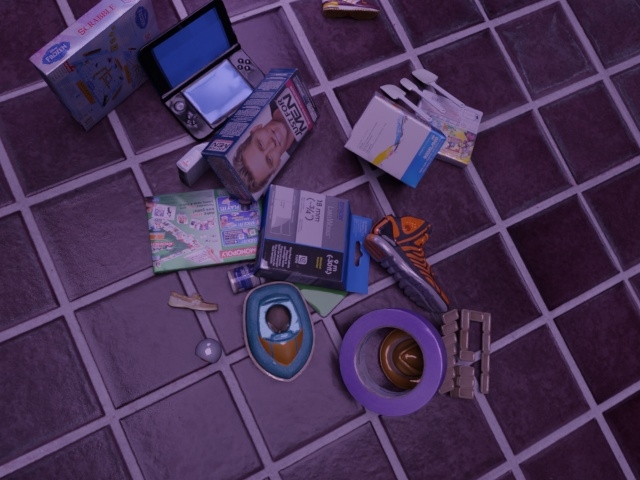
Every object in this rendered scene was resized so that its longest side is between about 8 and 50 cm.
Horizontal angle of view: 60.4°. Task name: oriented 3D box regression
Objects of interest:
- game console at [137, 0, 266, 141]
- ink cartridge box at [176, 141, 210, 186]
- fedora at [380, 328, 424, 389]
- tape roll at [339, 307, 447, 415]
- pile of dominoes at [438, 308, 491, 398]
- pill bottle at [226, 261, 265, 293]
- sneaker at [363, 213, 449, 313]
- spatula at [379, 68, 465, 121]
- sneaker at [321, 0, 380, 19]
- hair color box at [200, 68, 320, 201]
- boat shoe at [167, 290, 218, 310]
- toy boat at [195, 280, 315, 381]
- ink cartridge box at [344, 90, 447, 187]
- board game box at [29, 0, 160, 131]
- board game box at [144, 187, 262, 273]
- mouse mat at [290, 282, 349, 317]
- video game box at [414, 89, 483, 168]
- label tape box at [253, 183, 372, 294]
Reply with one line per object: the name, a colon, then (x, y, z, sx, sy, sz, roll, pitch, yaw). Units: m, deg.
game console: (-0.314, -0.475, 1.547, 0.293, 0.173, 0.250, -41, 88, -14)
ink cartridge box: (-0.319, -0.239, 1.516, 0.045, 0.145, 0.179, 39, 75, -1)
fedora: (0.267, 0.328, 1.542, 0.194, 0.079, 0.195, 2, 79, -9)
tape roll: (0.192, 0.318, 1.462, 0.274, 0.090, 0.275, -2, 83, 21)
pile of dominoes: (0.404, 0.321, 1.578, 0.195, 0.040, 0.251, 14, 74, -28)
pill bottle: (-0.192, 0.097, 1.514, 0.120, 0.067, 0.067, -18, 83, -13)
sneaker: (0.286, 0.050, 1.577, 0.321, 0.124, 0.180, 48, 65, -9)
spatula: (0.314, -0.442, 1.662, 0.168, 0.019, 0.242, -24, 48, -17)
sneaker: (0.097, -0.745, 1.721, 0.185, 0.069, 0.084, 0, 85, -11)
hair color box: (-0.152, -0.292, 1.500, 0.105, 0.174, 0.347, 13, 59, 37)
boat shoe: (-0.342, 0.164, 1.485, 0.135, 0.050, 0.045, 9, 84, -8)
toy boat: (-0.168, 0.257, 1.446, 0.318, 0.148, 0.268, -15, 82, -12)
ink cartridge box: (0.211, -0.292, 1.573, 0.232, 0.171, 0.168, 30, 109, -4)
board game box: (-0.555, -0.467, 1.431, 0.066, 0.319, 0.318, 42, 75, 3)
board game box: (-0.313, -0.034, 1.530, 0.317, 0.046, 0.214, -7, 82, -11)
mouse mat: (-0.004, 0.106, 1.576, 0.190, 0.007, 0.152, 46, 76, 2)
video game box: (0.383, -0.344, 1.705, 0.205, 0.048, 0.187, 20, 74, -5)
label tape box: (0.000, 0.000, 1.511, 0.333, 0.106, 0.241, 10, 70, -14)
